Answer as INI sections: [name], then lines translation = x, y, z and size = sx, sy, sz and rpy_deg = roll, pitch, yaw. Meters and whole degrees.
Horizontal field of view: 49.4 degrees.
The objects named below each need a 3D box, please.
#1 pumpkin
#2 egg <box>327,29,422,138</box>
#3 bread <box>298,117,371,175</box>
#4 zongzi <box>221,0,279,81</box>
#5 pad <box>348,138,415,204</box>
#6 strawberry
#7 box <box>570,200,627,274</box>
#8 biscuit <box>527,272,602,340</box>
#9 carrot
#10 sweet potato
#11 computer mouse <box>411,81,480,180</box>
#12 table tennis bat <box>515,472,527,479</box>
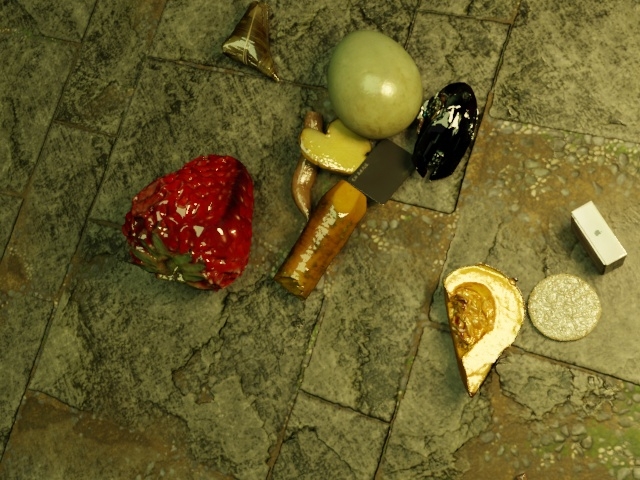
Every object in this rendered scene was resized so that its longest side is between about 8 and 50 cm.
[pumpkin]
translation = 0.365, 0.194, 1.511
size = 0.163, 0.111, 0.278
rpy_deg = -10, 73, 1
[egg]
translation = 0.123, -0.379, 1.650
size = 0.218, 0.218, 0.295
rpy_deg = -23, 60, 14
[bread]
translation = 0.034, -0.233, 1.710
size = 0.188, 0.065, 0.149
rpy_deg = 14, 74, -12
[zongzi]
translation = -0.145, -0.539, 1.861
size = 0.184, 0.084, 0.187
rpy_deg = 29, 85, 9
[pad]
translation = 0.153, -0.168, 1.672
size = 0.112, 0.003, 0.157
rpy_deg = 35, 72, 15
[strawberry]
translation = -0.294, -0.057, 1.727
size = 0.318, 0.295, 0.345
rpy_deg = -5, 42, 35
[box]
translation = 0.577, -0.002, 1.451
size = 0.051, 0.130, 0.129
rpy_deg = -30, 70, 11
[biscuit]
translation = 0.524, 0.144, 1.498
size = 0.152, 0.020, 0.152
rpy_deg = -5, 76, 20
[carrot]
translation = 0.000, 0.000, 1.668
size = 0.114, 0.114, 0.301
rpy_deg = 33, 91, 23
[sweet potato]
translation = -0.032, -0.182, 1.745
size = 0.067, 0.059, 0.281
rpy_deg = 11, 83, 3
[computer mouse]
translation = 0.291, -0.252, 1.607
size = 0.147, 0.077, 0.241
rpy_deg = 20, 100, -4
[table tennis bat]
translation = 0.432, 0.558, 1.387
size = 0.108, 0.119, 0.169
rpy_deg = -25, 73, 13
